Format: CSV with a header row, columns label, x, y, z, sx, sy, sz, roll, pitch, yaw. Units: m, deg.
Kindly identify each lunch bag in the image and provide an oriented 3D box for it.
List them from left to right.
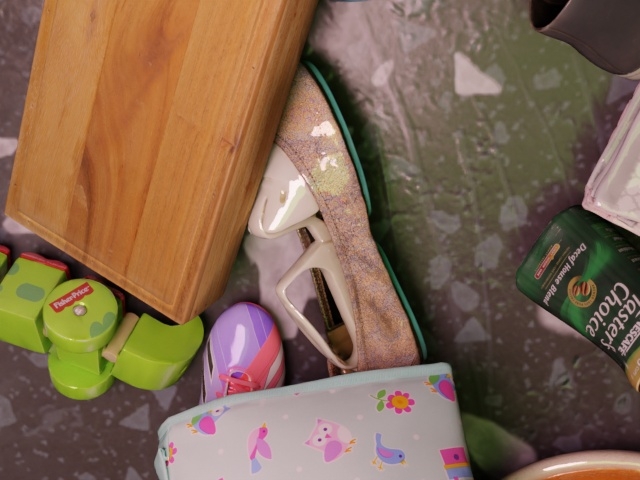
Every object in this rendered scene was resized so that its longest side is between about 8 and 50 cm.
label,x,y,z,sx,sy,sz,roll,pitch,yaw
lunch bag,-0.003,0.238,0.992,0.262,0.223,0.160,-6,147,-6

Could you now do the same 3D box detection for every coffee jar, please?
label,x,y,z,sx,sy,sz,roll,pitch,yaw
coffee jar,0.261,0.057,1.004,0.184,0.079,0.096,43,112,31

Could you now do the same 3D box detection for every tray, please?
label,x,y,z,sx,sy,sz,roll,pitch,yaw
tray,-0.128,-0.148,0.953,0.202,0.076,0.411,30,125,15

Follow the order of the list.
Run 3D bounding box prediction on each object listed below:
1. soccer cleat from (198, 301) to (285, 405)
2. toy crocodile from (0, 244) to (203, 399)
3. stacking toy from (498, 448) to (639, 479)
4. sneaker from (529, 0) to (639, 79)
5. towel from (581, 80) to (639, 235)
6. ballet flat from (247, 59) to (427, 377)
label,x,y,z,sx,sy,sz,roll,pitch,yaw
soccer cleat,-0.090,0.181,1.117,0.083,0.095,0.248,16,108,1
toy crocodile,-0.276,0.056,1.100,0.340,0.105,0.115,19,143,6
stacking toy,0.238,0.421,0.942,0.350,0.480,0.351,4,110,11
sneaker,0.251,-0.246,0.925,0.118,0.083,0.222,16,97,-33
towel,0.421,-0.105,0.946,0.317,0.053,0.332,26,99,10
ballet flat,0.000,0.000,1.038,0.106,0.107,0.316,-26,103,-17
